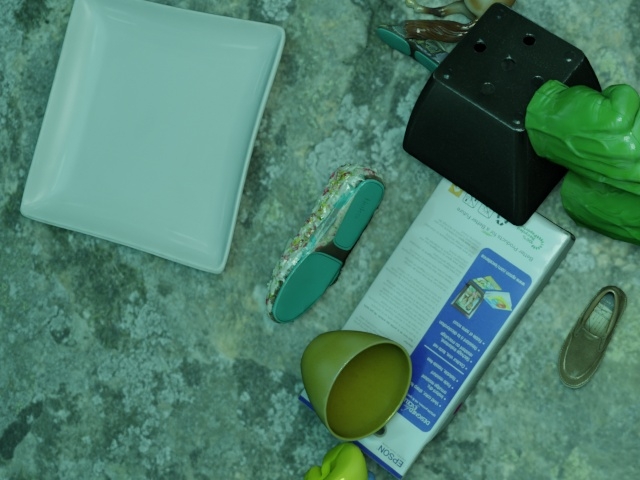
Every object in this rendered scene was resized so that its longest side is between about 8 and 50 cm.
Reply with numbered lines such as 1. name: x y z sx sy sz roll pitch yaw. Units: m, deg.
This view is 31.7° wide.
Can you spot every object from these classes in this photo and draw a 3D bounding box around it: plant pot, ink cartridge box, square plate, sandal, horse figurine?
1. plant pot: 0.220 -0.164 1.332 0.188 0.167 0.187 37 77 19
2. ink cartridge box: 0.143 0.100 1.423 0.175 0.069 0.371 36 96 20
3. square plate: -0.236 -0.160 1.596 0.343 0.049 0.347 15 91 22
4. sandal: -0.027 0.401 1.436 0.138 0.126 0.317 44 112 -12
5. horse figurine: 0.206 -0.356 1.439 0.174 0.066 0.263 26 92 27
6. plant pot: 0.031 0.161 1.372 0.095 0.134 0.134 33 98 45

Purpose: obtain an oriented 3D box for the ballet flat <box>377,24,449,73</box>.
1. ballet flat: 0.128 -0.256 1.478 0.114 0.041 0.041 38 99 19

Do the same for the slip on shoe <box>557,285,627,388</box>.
1. slip on shoe: 0.327 0.116 1.364 0.051 0.041 0.135 33 97 20

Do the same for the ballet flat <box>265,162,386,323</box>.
1. ballet flat: 0.000 0.000 1.488 0.241 0.091 0.077 -53 40 4

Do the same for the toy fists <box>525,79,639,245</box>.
1. toy fists: 0.337 -0.080 1.257 0.142 0.279 0.096 27 75 38
